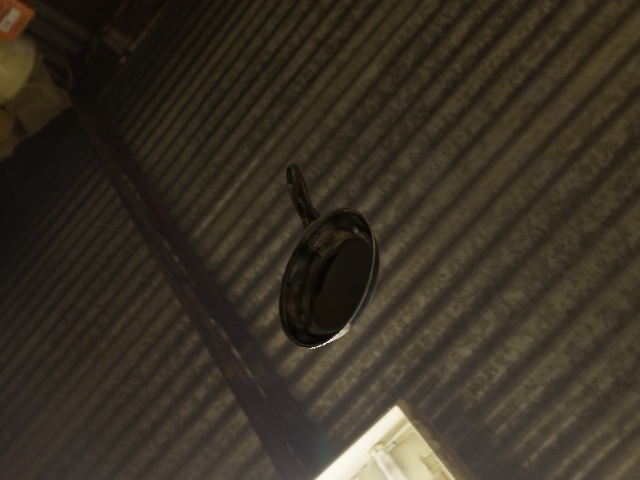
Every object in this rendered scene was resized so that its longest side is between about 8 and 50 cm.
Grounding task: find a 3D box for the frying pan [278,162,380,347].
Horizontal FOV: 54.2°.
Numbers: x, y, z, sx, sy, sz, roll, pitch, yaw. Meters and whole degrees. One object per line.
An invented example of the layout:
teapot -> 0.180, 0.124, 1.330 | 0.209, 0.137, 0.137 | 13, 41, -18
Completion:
frying pan -> -0.014, 0.026, 0.894 | 0.197, 0.053, 0.326 | -60, -148, 9
